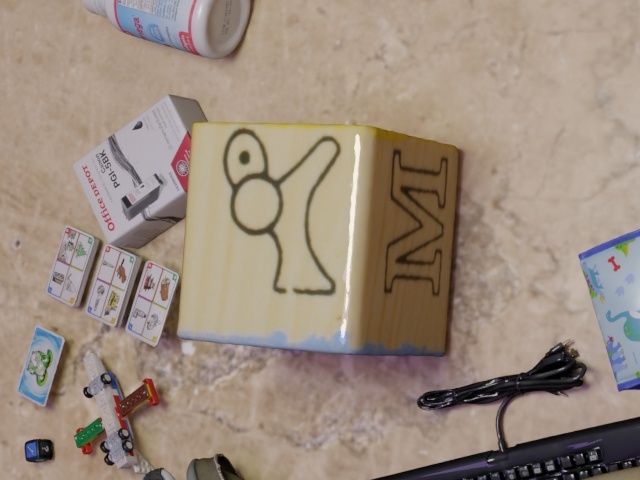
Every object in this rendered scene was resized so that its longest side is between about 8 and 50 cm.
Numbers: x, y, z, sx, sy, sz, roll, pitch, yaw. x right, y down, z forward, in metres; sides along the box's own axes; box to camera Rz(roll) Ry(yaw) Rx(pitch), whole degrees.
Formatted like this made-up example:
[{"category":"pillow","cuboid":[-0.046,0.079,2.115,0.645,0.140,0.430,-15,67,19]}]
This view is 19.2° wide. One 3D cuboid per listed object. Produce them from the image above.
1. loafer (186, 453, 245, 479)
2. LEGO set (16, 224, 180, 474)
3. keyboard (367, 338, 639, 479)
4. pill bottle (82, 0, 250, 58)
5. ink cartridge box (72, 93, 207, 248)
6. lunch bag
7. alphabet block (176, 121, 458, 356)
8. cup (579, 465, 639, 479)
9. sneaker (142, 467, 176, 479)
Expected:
[{"category":"loafer","cuboid":[-0.028,0.284,1.772,0.087,0.094,0.251,-46,67,3]},{"category":"LEGO set","cuboid":[-0.223,0.126,1.921,0.182,0.060,0.244,21,96,41]},{"category":"keyboard","cuboid":[0.164,0.208,1.697,0.317,0.033,0.202,-17,78,26]},{"category":"pill bottle","cuboid":[-0.156,-0.238,1.871,0.160,0.087,0.087,19,96,29]},{"category":"ink cartridge box","cuboid":[-0.168,-0.067,1.883,0.135,0.056,0.099,-34,72,22]},{"category":"lunch bag","cuboid":[0.312,0.045,1.589,0.151,0.096,0.129,-26,74,35]},{"category":"alphabet block","cuboid":[0.000,0.000,1.709,0.192,0.193,0.197,4,89,28]},{"category":"cup","cuboid":[0.257,0.315,1.506,0.237,0.331,0.331,-39,67,-4]},{"category":"sneaker","cuboid":[-0.114,0.302,1.812,0.071,0.083,0.191,-19,93,51]}]
